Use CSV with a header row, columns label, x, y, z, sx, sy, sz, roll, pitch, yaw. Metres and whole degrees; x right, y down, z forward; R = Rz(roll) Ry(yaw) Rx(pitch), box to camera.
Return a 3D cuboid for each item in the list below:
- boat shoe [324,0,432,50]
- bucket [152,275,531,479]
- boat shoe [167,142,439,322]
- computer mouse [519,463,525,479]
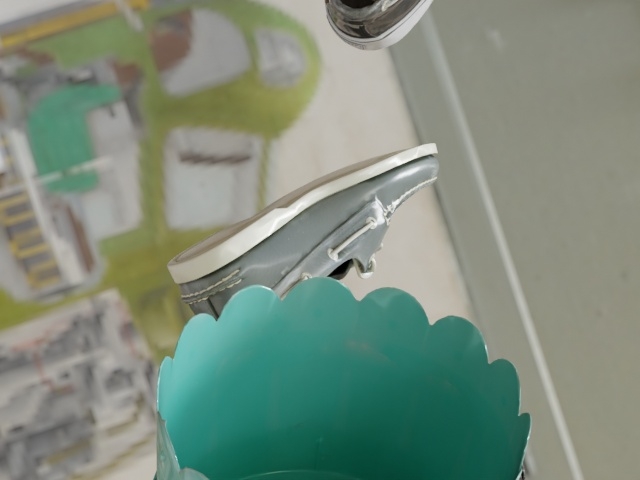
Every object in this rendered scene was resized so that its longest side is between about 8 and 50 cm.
label,x,y,z,sx,sy,sz,roll,pitch,yaw
boat shoe,0.102,-0.311,1.656,0.306,0.113,0.105,-50,168,-6
bucket,0.006,0.178,1.344,0.281,0.183,0.281,5,-146,-4
boat shoe,0.000,0.000,1.731,0.319,0.099,0.116,-29,-172,-39
computer mouse,0.157,0.369,2.243,0.272,0.188,0.072,-47,169,28
